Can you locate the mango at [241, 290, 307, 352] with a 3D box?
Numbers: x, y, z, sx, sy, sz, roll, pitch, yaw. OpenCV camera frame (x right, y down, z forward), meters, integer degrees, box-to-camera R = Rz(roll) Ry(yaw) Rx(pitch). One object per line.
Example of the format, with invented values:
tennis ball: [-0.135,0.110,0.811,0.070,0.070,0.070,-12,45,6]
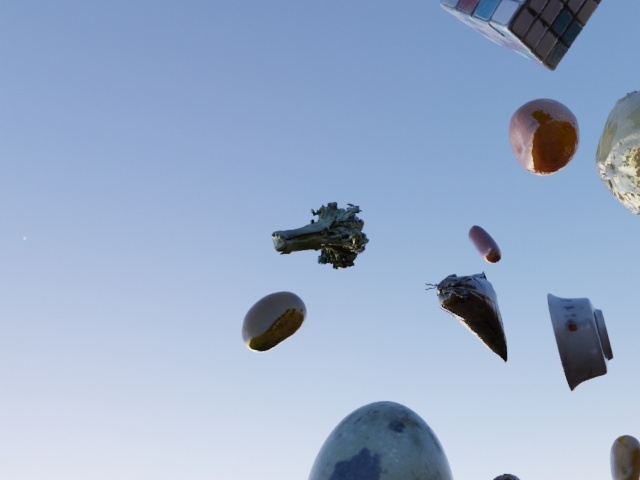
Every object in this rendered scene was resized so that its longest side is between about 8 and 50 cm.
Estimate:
mango: [-0.158,0.258,1.978,0.254,0.175,0.139,-33,-61,-39]

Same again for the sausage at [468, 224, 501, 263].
sausage: [0.572,0.013,2.149,0.077,0.194,0.077,-6,-56,-9]

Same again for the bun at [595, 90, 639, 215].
bun: [0.821,-0.193,1.562,0.202,0.364,0.364,-28,-38,11]

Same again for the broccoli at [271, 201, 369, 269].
broccoli: [0.018,0.004,1.610,0.274,0.198,0.177,-20,-58,-57]

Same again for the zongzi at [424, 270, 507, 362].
zongzi: [0.386,0.197,1.527,0.111,0.241,0.247,-31,-18,27]

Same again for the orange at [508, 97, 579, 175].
orange: [0.642,-0.295,1.766,0.170,0.224,0.224,-16,-37,-2]

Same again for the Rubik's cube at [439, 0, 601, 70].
Rubik's cube: [0.500,-0.609,1.508,0.256,0.253,0.259,13,-68,-43]

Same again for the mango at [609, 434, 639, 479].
mango: [0.897,0.659,1.809,0.090,0.178,0.115,1,-40,27]

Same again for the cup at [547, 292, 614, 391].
cup: [0.907,0.337,2.129,0.163,0.347,0.347,-14,-34,23]

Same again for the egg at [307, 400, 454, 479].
egg: [0.138,0.580,1.393,0.344,0.428,0.345,14,-27,7]

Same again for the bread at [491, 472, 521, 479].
bread: [0.582,0.839,1.993,0.193,0.064,0.193,-11,-70,-35]
